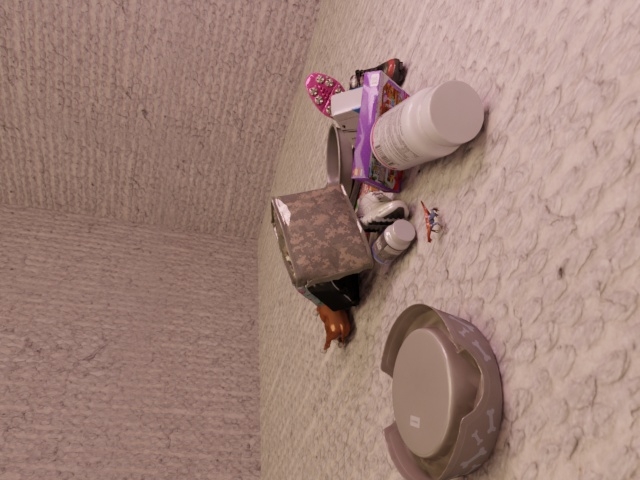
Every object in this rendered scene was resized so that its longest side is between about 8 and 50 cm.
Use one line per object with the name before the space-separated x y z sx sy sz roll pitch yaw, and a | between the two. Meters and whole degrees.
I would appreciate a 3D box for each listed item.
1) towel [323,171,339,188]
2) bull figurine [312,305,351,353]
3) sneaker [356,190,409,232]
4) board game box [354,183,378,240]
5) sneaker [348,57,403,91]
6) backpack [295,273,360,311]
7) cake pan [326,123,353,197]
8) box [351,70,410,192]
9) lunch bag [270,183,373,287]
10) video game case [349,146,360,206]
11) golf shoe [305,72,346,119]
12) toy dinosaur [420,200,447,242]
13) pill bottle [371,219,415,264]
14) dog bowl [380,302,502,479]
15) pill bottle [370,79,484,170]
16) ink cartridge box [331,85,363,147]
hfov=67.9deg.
towel | 0.028 -0.122 1.962 0.324 0.056 0.312 121 154 -71
bull figurine | 0.040 0.250 1.706 0.310 0.101 0.188 -98 18 -51
sneaker | 0.167 -0.093 1.394 0.292 0.110 0.118 164 109 -72
board game box | 0.147 -0.085 1.624 0.124 0.039 0.259 -138 55 -74
sneaker | 0.172 -0.524 1.575 0.276 0.135 0.097 162 117 -72
backpack | 0.028 0.091 1.584 0.191 0.225 0.253 -12 56 27
cake pan | 0.066 -0.269 1.700 0.293 0.054 0.293 178 90 -83
box | 0.176 -0.295 1.336 0.057 0.201 0.293 6 86 36
lunch bag | 0.000 0.000 1.397 0.169 0.235 0.287 97 157 -56
video game case | 0.118 -0.225 1.744 0.204 0.025 0.285 -94 15 -56
golf shoe | 0.069 -0.453 1.638 0.115 0.306 0.140 -50 11 5
toy dinosaur | 0.259 -0.037 1.134 0.082 0.090 0.047 -54 -15 -27
pill bottle | 0.199 0.004 1.297 0.137 0.078 0.078 123 151 -56
dog bowl | 0.233 0.308 0.968 0.349 0.102 0.348 -172 90 -75
pill bottle | 0.243 -0.265 1.122 0.283 0.160 0.160 177 101 -72
ink cartridge box | 0.133 -0.379 1.463 0.191 0.140 0.082 41 -137 -56
